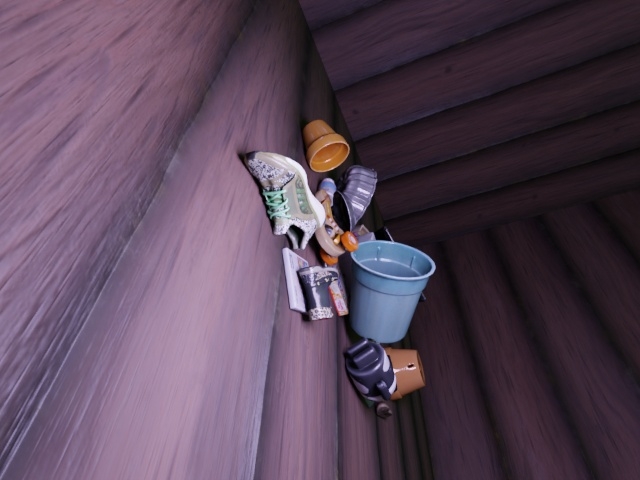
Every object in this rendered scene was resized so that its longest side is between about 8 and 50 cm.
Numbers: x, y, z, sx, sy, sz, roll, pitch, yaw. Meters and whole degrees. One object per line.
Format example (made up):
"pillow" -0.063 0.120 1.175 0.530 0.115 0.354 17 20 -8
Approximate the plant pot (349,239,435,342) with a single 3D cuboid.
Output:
"plant pot" 0.265 0.218 1.711 0.341 0.341 0.334 -68 168 -66

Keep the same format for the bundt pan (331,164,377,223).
"bundt pan" 0.137 -0.226 2.015 0.124 0.331 0.331 25 36 -16

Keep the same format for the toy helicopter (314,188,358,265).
"toy helicopter" 0.012 -0.089 1.670 0.235 0.140 0.355 35 32 -36

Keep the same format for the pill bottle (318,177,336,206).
"pill bottle" 0.031 -0.234 1.977 0.160 0.087 0.087 -83 153 -53

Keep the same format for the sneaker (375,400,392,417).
"sneaker" 0.290 0.786 1.945 0.071 0.066 0.188 65 1 38

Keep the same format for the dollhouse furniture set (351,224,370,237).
"dollhouse furniture set" 0.187 0.134 2.205 0.286 0.198 0.303 46 57 -17

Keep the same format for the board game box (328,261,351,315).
"board game box" 0.078 0.205 1.784 0.147 0.045 0.193 -64 136 -68

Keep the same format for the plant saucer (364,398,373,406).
"plant saucer" 0.224 0.650 1.867 0.195 0.037 0.195 -15 90 -74

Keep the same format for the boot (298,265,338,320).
"boot" 0.007 0.182 1.406 0.236 0.085 0.179 18 59 -64

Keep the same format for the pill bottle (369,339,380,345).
"pill bottle" 0.262 0.564 2.008 0.078 0.078 0.137 51 28 -55

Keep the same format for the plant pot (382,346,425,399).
"plant pot" 0.469 0.739 2.323 0.291 0.203 0.291 -15 90 -74

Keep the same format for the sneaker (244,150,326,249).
"sneaker" -0.111 -0.112 1.303 0.410 0.158 0.182 51 45 -44

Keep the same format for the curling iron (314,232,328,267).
"curling iron" 0.000 0.000 1.730 0.068 0.035 0.274 6 69 -69

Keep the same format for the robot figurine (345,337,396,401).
"robot figurine" 0.202 0.529 1.670 0.278 0.173 0.209 64 30 -31

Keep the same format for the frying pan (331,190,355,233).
"frying pan" 0.089 -0.099 1.806 0.326 0.053 0.197 119 -46 -71

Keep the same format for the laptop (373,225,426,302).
"laptop" 0.410 0.104 2.058 0.382 0.236 0.408 61 -21 5

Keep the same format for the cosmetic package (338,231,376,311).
"cosmetic package" 0.206 0.180 1.945 0.156 0.217 0.385 -59 129 -70

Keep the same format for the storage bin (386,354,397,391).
"storage bin" 0.328 0.686 2.107 0.122 0.084 0.180 32 44 -68

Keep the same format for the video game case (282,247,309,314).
"video game case" -0.071 0.143 1.374 0.183 0.023 0.201 41 35 -63

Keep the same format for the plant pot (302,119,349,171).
"plant pot" 0.007 -0.465 1.962 0.188 0.205 0.205 64 11 24
